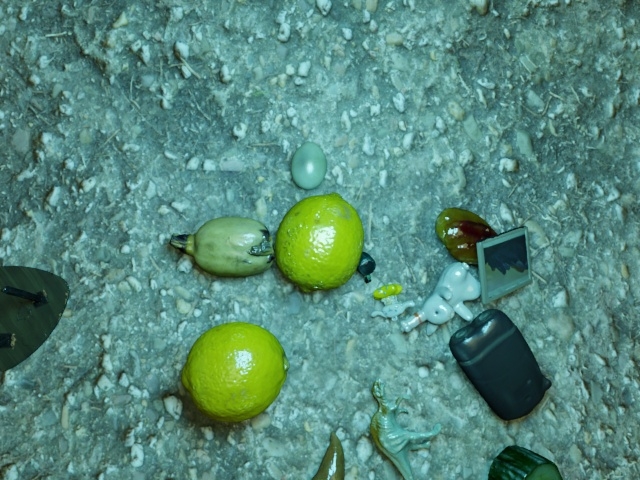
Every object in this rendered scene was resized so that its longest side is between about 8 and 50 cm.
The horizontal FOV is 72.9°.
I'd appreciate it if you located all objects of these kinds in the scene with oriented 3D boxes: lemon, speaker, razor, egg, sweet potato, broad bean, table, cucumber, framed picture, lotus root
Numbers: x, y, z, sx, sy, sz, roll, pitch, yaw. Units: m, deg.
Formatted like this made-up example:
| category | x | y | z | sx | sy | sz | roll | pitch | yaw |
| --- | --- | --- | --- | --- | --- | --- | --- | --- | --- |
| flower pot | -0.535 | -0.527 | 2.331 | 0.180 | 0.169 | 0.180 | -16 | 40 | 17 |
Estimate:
| category | x | y | z | sx | sy | sz | roll | pitch | yaw |
| --- | --- | --- | --- | --- | --- | --- | --- | --- | --- |
| lemon | 0.000 | 0.000 | 1.264 | 0.258 | 0.258 | 0.310 | 21 | 81 | -2 |
| speaker | 0.145 | 0.084 | 1.356 | 0.060 | 0.075 | 0.094 | -34 | 112 | 0 |
| lemon | -0.234 | 0.359 | 1.201 | 0.293 | 0.293 | 0.293 | 0 | 83 | -4 |
| razor | 0.538 | 0.374 | 1.289 | 0.204 | 0.113 | 0.349 | -38 | 104 | -4 |
| egg | -0.036 | -0.234 | 1.357 | 0.114 | 0.114 | 0.152 | 7 | 80 | -3 |
| sweet potato | -0.006 | 0.745 | 1.254 | 0.106 | 0.095 | 0.354 | 19 | 76 | 39 |
| broad bean | 0.459 | -0.009 | 1.364 | 0.228 | 0.122 | 0.156 | 34 | 81 | -2 |
| table | -0.894 | 0.186 | 1.175 | 0.317 | 0.249 | 0.317 | 0 | 84 | -4 |
| cucumber | 0.616 | 0.717 | 1.286 | 0.191 | 0.130 | 0.191 | 1 | 88 | -16 |
| framed picture | 0.571 | 0.069 | 1.334 | 0.265 | 0.018 | 0.192 | -14 | 99 | -34 |
| lotus root | -0.288 | 0.019 | 1.283 | 0.310 | 0.183 | 0.182 | 1 | 83 | -1 |

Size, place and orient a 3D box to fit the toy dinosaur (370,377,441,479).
| category | x | y | z | sx | sy | sz | roll | pitch | yaw |
| --- | --- | --- | --- | --- | --- | --- | --- | --- | --- |
| toy dinosaur | 0.250 | 0.611 | 1.294 | 0.206 | 0.092 | 0.392 | 1 | 85 | -4 |

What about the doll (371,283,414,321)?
| category | x | y | z | sx | sy | sz | roll | pitch | yaw |
| --- | --- | --- | --- | --- | --- | --- | --- | --- | --- |
| doll | 0.211 | 0.197 | 1.350 | 0.135 | 0.071 | 0.113 | -44 | 68 | 15 |

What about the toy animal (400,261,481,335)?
| category | x | y | z | sx | sy | sz | roll | pitch | yaw |
| --- | --- | --- | --- | --- | --- | --- | --- | --- | --- |
| toy animal | 0.381 | 0.197 | 1.322 | 0.140 | 0.138 | 0.282 | 43 | 77 | -23 |
